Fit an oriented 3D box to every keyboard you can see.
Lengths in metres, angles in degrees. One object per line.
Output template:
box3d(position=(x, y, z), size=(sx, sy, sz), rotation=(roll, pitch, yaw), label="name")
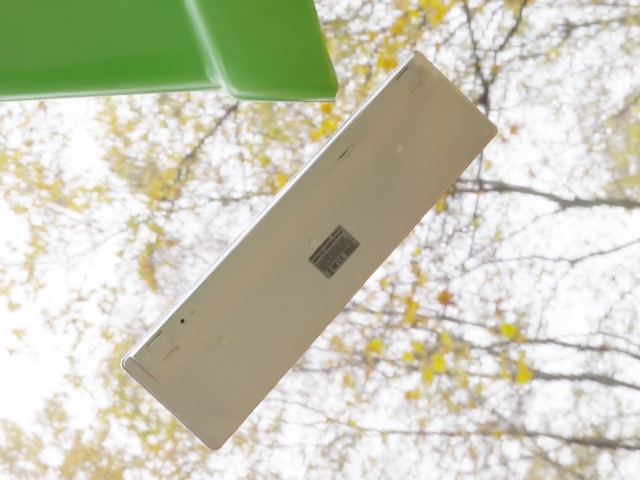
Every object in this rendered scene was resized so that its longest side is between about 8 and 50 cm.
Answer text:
box3d(position=(0.000, 0.000, 0.637), size=(0.072, 0.014, 0.256), rotation=(45, -106, -9), label="keyboard")

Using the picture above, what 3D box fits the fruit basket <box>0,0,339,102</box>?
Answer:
box3d(position=(-0.042, -0.249, 0.287), size=(0.392, 0.283, 0.392), rotation=(-11, -39, -9), label="fruit basket")
